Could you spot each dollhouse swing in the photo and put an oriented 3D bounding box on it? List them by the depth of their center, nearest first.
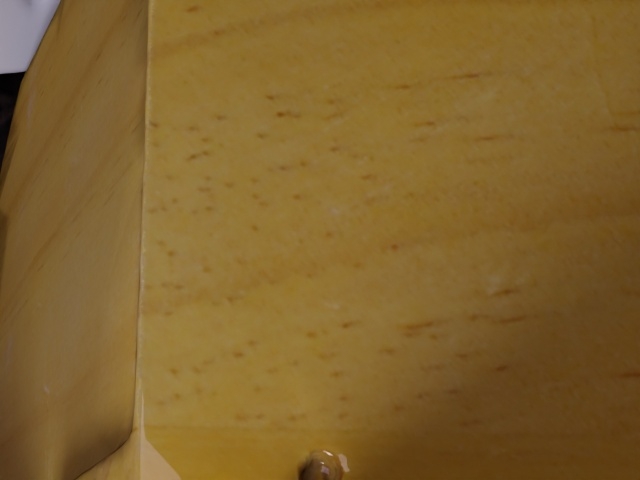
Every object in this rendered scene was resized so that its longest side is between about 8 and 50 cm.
[{"bbox_3d":[0.000,0.000,0.724,0.315,0.305,0.347,2,63,-8],"label":"dollhouse swing"}]

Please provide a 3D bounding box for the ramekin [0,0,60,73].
[{"bbox_3d":[-0.157,-0.222,0.841,0.277,0.277,0.135,-44,63,-2],"label":"ramekin"}]
